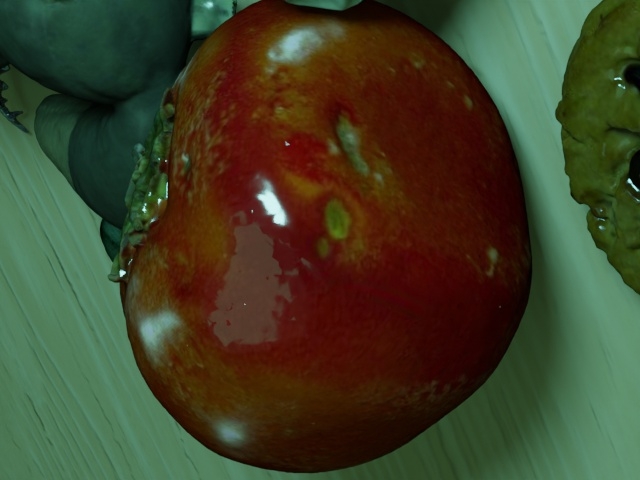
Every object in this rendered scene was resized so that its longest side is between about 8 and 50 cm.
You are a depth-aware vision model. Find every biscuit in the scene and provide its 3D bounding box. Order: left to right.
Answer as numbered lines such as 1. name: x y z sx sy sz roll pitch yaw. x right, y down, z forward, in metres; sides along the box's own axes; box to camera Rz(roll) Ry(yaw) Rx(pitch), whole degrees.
1. biscuit: 0.277 -0.049 0.945 0.296 0.075 0.296 23 129 31

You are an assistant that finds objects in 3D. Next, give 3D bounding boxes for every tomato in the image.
1. tomato: 0.000 0.000 1.049 0.289 0.325 0.293 18 135 -18

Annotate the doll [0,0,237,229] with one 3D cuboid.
1. doll: -0.258 -0.173 1.243 0.382 0.252 0.379 23 128 40

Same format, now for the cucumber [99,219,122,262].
1. cucumber: -0.125 0.041 1.384 0.244 0.063 0.115 28 130 30

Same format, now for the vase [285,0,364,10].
1. vase: 0.079 -0.296 0.883 0.360 0.165 0.165 -40 86 33

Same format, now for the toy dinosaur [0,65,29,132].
1. toy dinosaur: -0.334 -0.198 1.444 0.082 0.039 0.209 -6 111 43
